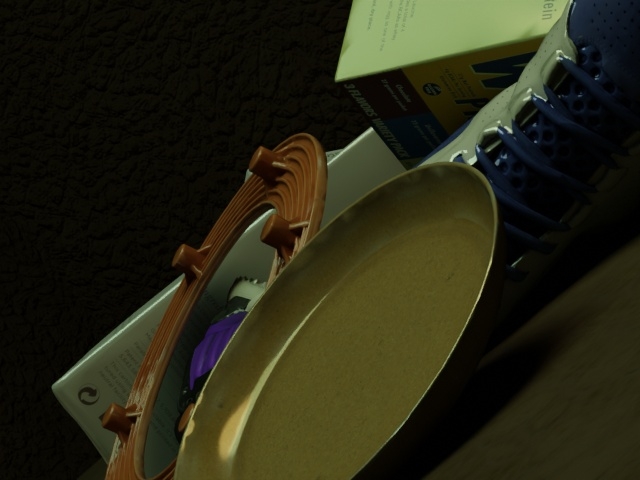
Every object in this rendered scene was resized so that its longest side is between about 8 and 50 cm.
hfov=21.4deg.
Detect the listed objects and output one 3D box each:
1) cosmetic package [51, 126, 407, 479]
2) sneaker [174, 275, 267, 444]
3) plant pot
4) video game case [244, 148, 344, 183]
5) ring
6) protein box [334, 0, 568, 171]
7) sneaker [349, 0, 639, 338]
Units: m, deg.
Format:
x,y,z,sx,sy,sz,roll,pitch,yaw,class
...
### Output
x,y,z,sx,sy,sz,roll,pitch,yaw,class
-0.033,0.058,1.497,0.385,0.156,0.217,-38,1,2,cosmetic package
-0.038,0.109,1.239,0.146,0.102,0.293,-55,10,-10,sneaker
0.014,0.062,0.863,0.236,0.032,0.236,-43,23,23,plant pot
0.000,0.000,1.679,0.193,0.023,0.212,-13,-46,-29,video game case
-0.089,0.070,1.226,0.336,0.032,0.336,-57,16,26,ring
0.144,-0.162,1.148,0.201,0.136,0.199,-9,52,31,protein box
0.125,-0.029,0.970,0.182,0.127,0.315,-44,-3,-36,sneaker
